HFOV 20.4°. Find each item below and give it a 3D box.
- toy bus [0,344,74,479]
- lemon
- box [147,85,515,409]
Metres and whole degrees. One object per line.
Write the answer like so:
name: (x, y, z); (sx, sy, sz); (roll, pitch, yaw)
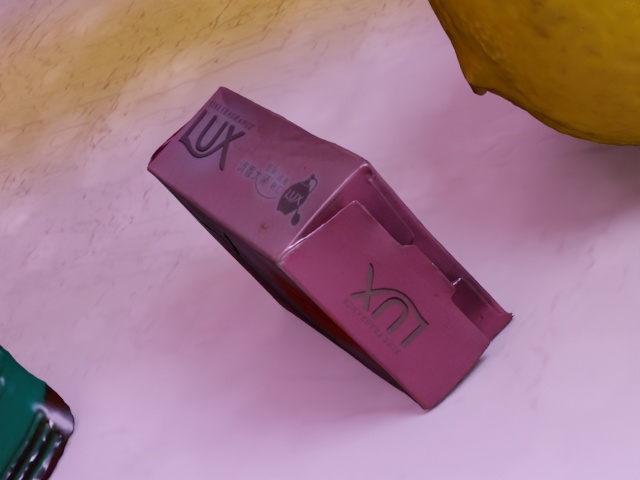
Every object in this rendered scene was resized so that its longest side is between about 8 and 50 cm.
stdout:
toy bus: (-0.315, 0.077, 0.946); (0.343, 0.199, 0.183); (7, 56, 49)
lemon: (0.134, -0.133, 0.725); (0.203, 0.178, 0.178); (-41, 32, -1)
box: (0.000, 0.000, 0.776); (0.060, 0.111, 0.156); (-48, 31, -8)
